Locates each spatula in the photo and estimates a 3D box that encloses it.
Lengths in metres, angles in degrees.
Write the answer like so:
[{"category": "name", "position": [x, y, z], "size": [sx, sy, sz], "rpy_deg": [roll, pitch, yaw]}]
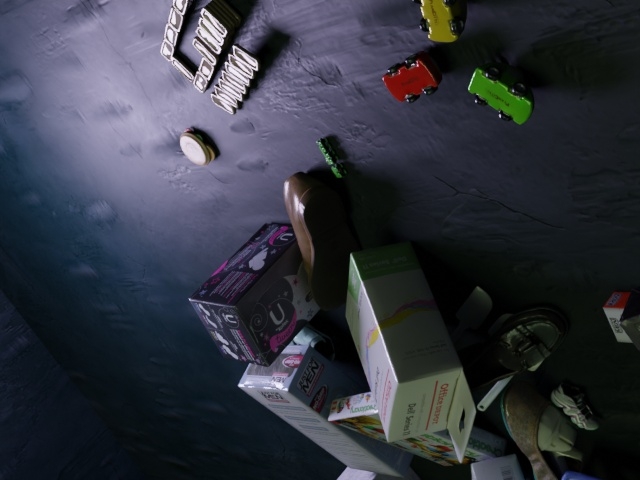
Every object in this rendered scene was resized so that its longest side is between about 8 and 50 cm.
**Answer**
[{"category": "spatula", "position": [0.293, 0.208, 1.781], "size": [0.168, 0.019, 0.242], "rpy_deg": [34, 130, 7]}]

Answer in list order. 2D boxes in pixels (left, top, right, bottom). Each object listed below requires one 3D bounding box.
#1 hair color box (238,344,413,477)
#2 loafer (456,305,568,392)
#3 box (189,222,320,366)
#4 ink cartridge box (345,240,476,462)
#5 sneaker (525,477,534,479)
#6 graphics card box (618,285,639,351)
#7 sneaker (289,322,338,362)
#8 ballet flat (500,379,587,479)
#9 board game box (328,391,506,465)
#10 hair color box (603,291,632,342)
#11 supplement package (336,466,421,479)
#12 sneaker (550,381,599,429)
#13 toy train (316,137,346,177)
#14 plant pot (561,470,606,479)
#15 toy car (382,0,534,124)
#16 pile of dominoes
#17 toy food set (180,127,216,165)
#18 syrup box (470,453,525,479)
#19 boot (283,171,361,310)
[{"category": "hair color box", "position": [0.024, 0.368, 2.146], "size": [0.374, 0.113, 0.185], "rpy_deg": [41, 153, -28]}, {"category": "loafer", "position": [0.313, 0.203, 1.696], "size": [0.096, 0.084, 0.267], "rpy_deg": [45, 135, -5]}, {"category": "box", "position": [-0.103, 0.104, 1.953], "size": [0.142, 0.247, 0.163], "rpy_deg": [5, 132, 45]}, {"category": "ink cartridge box", "position": [0.148, 0.204, 1.725], "size": [0.207, 0.119, 0.353], "rpy_deg": [92, 163, -50]}, {"category": "sneaker", "position": [0.466, 0.532, 1.992], "size": [0.065, 0.061, 0.158], "rpy_deg": [-27, 108, 29]}, {"category": "graphics card box", "position": [0.606, 0.188, 1.337], "size": [0.233, 0.094, 0.371], "rpy_deg": [-28, 104, 43]}, {"category": "sneaker", "position": [-0.062, 0.172, 2.130], "size": [0.151, 0.094, 0.256], "rpy_deg": [7, 142, 53]}, {"category": "ballet flat", "position": [0.422, 0.364, 1.797], "size": [0.106, 0.107, 0.316], "rpy_deg": [8, 144, 39]}, {"category": "board game box", "position": [0.194, 0.380, 1.992], "size": [0.305, 0.053, 0.193], "rpy_deg": [25, 155, -22]}, {"category": "hair color box", "position": [0.498, 0.116, 1.468], "size": [0.141, 0.043, 0.072], "rpy_deg": [-1, 126, 48]}, {"category": "supplement package", "position": [0.114, 0.663, 2.333], "size": [0.199, 0.263, 0.198], "rpy_deg": [50, 148, -7]}, {"category": "sneaker", "position": [0.450, 0.284, 1.722], "size": [0.098, 0.038, 0.069], "rpy_deg": [36, 148, 13]}, {"category": "toy train", "position": [0.018, -0.145, 1.748], "size": [0.083, 0.017, 0.024], "rpy_deg": [57, 157, -19]}, {"category": "plant pot", "position": [0.539, 0.561, 1.736], "size": [0.236, 0.236, 0.212], "rpy_deg": [9, 165, 43]}, {"category": "toy car", "position": [0.207, -0.243, 1.382], "size": [0.225, 0.053, 0.239], "rpy_deg": [36, 148, 14]}, {"category": "pile of dominoes", "position": [-0.190, -0.338, 1.771], "size": [0.196, 0.040, 0.251], "rpy_deg": [44, 157, 0]}, {"category": "toy food set", "position": [-0.252, -0.188, 2.007], "size": [0.082, 0.020, 0.083], "rpy_deg": [50, 149, -8]}, {"category": "syrup box", "position": [0.362, 0.530, 1.997], "size": [0.237, 0.096, 0.093], "rpy_deg": [75, -177, -51]}, {"category": "boot", "position": [0.000, 0.000, 1.884], "size": [0.115, 0.112, 0.305], "rpy_deg": [44, 154, 46]}]
